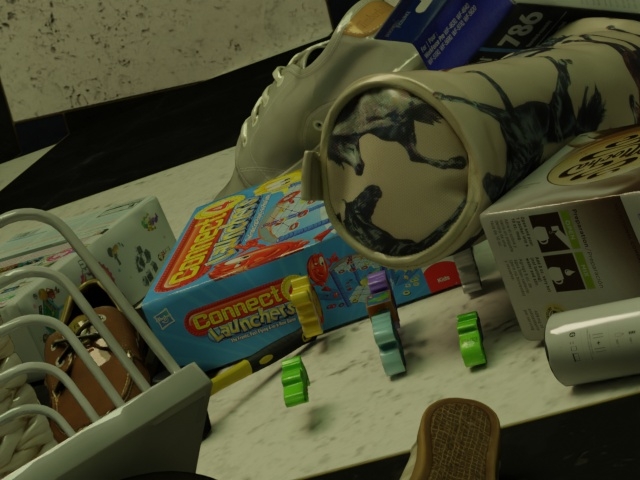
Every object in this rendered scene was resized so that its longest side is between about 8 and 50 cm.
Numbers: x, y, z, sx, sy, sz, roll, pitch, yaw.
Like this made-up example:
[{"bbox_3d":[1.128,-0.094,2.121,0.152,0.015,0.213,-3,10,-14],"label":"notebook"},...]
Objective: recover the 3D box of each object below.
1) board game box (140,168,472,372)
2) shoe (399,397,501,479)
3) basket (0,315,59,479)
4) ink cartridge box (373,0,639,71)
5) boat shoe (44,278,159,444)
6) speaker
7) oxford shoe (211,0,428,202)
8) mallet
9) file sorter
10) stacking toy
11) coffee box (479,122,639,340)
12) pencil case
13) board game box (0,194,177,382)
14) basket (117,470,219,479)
[{"bbox_3d":[0.000,0.000,1.675,0.301,0.086,0.308,-20,16,12],"label":"board game box"},{"bbox_3d":[0.075,0.179,1.040,0.076,0.058,0.219,13,29,10],"label":"shoe"},{"bbox_3d":[-0.412,0.182,1.323,0.328,0.266,0.331,-32,18,-30],"label":"basket"},{"bbox_3d":[0.236,-0.211,1.690,0.332,0.065,0.165,2,-27,-22],"label":"ink cartridge box"},{"bbox_3d":[-0.213,0.120,1.546,0.110,0.104,0.307,-24,15,-2],"label":"boat shoe"},{"bbox_3d":[0.230,0.066,1.176,0.136,0.055,0.055,-14,18,32],"label":"speaker"},{"bbox_3d":[-0.015,-0.138,1.905,0.169,0.130,0.449,-40,0,-39],"label":"oxford shoe"},{"bbox_3d":[-0.067,0.124,1.471,0.039,0.062,0.189,-5,9,45],"label":"mallet"},{"bbox_3d":[-0.206,0.143,1.076,0.192,0.173,0.278,-30,-24,-26],"label":"file sorter"},{"bbox_3d":[0.056,0.073,1.416,0.167,0.052,0.221,-16,22,8],"label":"stacking toy"},{"bbox_3d":[0.294,-0.019,1.248,0.297,0.119,0.168,-8,20,45],"label":"coffee box"},{"bbox_3d":[0.163,-0.095,1.473,0.183,0.160,0.410,-7,9,40],"label":"pencil case"},{"bbox_3d":[-0.328,0.067,1.913,0.224,0.098,0.303,-15,16,31],"label":"board game box"},{"bbox_3d":[-0.062,0.231,0.882,0.204,0.154,0.227,-32,21,-23],"label":"basket"}]
